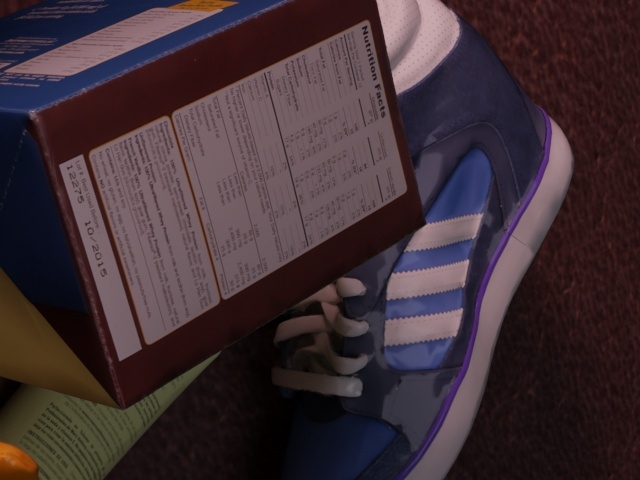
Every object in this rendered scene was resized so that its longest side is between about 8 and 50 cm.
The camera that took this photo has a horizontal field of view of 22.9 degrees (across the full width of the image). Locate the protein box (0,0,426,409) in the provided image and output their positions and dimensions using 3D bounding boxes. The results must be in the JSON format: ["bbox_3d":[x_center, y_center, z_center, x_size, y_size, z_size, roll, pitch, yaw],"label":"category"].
[{"bbox_3d":[-0.096,-0.038,0.758,0.201,0.199,0.136,-30,115,-38],"label":"protein box"}]

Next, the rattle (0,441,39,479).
[{"bbox_3d":[-0.202,0.180,0.675,0.200,0.142,0.130,-50,126,-27],"label":"rattle"}]

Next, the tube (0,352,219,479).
[{"bbox_3d":[-0.141,0.107,0.839,0.240,0.062,0.070,-51,166,-31],"label":"tube"}]

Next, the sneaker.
[{"bbox_3d":[0.000,0.000,0.926,0.236,0.130,0.323,36,75,-31],"label":"sneaker"}]
